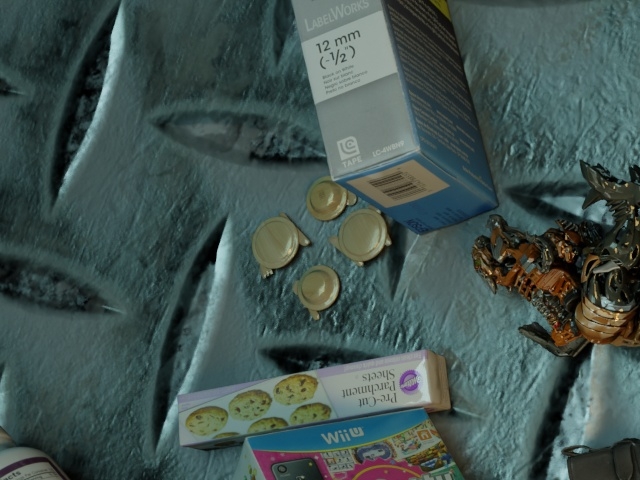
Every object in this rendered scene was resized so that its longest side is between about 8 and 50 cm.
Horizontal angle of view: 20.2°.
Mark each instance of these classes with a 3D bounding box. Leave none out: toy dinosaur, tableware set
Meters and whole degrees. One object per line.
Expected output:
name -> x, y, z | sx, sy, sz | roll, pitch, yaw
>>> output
toy dinosaur -> 0.319, 0.036, 1.919 | 0.321, 0.164, 0.218 | 22, 102, 11
tableware set -> 0.000, 0.000, 2.129 | 0.168, 0.020, 0.141 | -44, 61, 11

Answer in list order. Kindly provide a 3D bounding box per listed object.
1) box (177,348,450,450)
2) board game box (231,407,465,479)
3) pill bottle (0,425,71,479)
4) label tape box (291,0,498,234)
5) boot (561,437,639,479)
box -> -0.012, 0.186, 2.062 | 0.324, 0.063, 0.067 | -11, 74, 23
board game box -> 0.064, 0.329, 1.863 | 0.303, 0.224, 0.098 | 60, 146, 39
pill bottle -> -0.347, 0.353, 2.124 | 0.301, 0.169, 0.169 | 43, 97, 29
label tape box -> 0.073, -0.206, 2.013 | 0.115, 0.249, 0.348 | -22, 69, 20
boot -> 0.382, 0.292, 1.842 | 0.229, 0.091, 0.263 | -31, 62, 22
